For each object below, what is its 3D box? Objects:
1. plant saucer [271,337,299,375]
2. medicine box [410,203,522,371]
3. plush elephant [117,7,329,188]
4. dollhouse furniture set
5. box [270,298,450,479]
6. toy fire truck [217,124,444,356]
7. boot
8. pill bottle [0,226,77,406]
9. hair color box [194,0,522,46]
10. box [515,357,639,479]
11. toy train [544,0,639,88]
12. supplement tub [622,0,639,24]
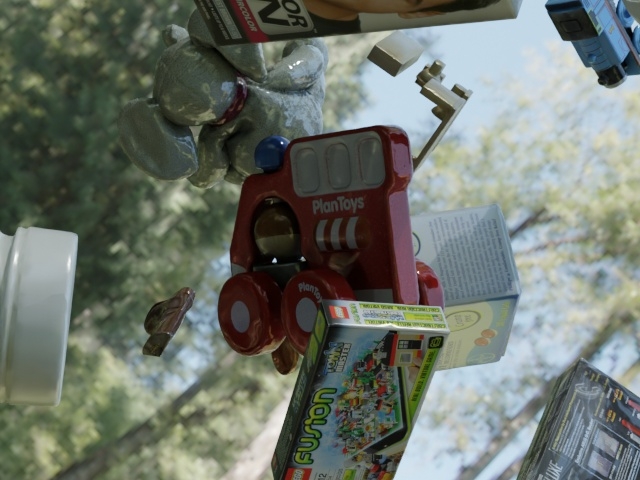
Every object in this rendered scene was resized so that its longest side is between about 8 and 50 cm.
[{"bbox_3d":[-0.051,0.158,2.093,0.083,0.013,0.083,9,-80,62],"label":"plant saucer"},{"bbox_3d":[0.125,0.087,2.057,0.263,0.289,0.149,89,-9,-64],"label":"medicine box"},{"bbox_3d":[-0.136,-0.199,1.938,0.255,0.272,0.330,41,14,-27],"label":"plush elephant"},{"bbox_3d":[0.123,-0.202,2.055,0.151,0.144,0.123,36,-63,6],"label":"dollhouse furniture set"},{"bbox_3d":[0.033,0.145,1.275,0.036,0.114,0.207,-106,-154,-50],"label":"box"},{"bbox_3d":[0.000,0.000,1.626,0.302,0.169,0.253,-3,-88,51],"label":"toy fire truck"},{"bbox_3d":[-0.211,0.121,1.819,0.037,0.114,0.106,36,-54,-12],"label":"boot"},{"bbox_3d":[-0.460,0.062,1.473,0.392,0.224,0.224,7,-18,-10],"label":"pill bottle"},{"bbox_3d":[0.027,-0.330,1.546,0.374,0.113,0.185,-2,-42,27],"label":"hair color box"},{"bbox_3d":[0.407,0.352,1.998,0.242,0.307,0.076,34,-41,-3],"label":"box"},{"bbox_3d":[0.384,-0.291,1.936,0.080,0.105,0.184,2,-43,47],"label":"toy train"},{"bbox_3d":[0.481,-0.301,1.561,0.325,0.235,0.235,23,-7,-29],"label":"supplement tub"}]
